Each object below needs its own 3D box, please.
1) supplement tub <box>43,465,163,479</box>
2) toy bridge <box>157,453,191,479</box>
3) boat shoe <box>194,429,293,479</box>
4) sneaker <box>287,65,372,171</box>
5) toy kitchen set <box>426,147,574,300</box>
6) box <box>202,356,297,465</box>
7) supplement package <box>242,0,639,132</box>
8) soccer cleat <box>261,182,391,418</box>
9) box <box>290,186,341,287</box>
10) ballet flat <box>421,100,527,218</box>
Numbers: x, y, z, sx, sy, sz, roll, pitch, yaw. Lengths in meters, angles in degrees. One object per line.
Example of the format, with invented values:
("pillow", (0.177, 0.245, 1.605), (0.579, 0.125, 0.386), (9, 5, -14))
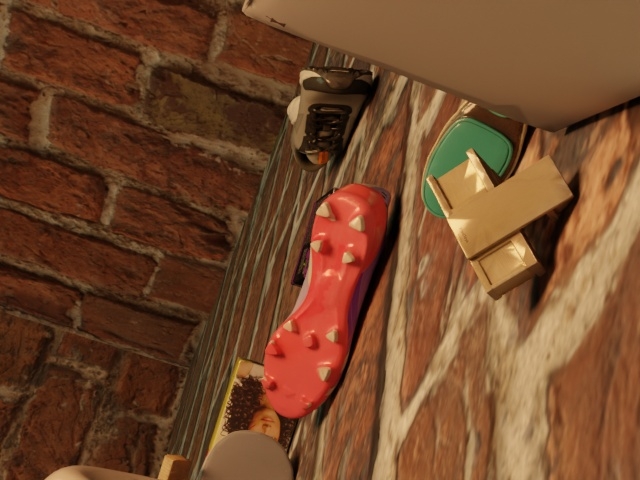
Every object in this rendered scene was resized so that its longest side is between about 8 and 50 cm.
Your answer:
("supplement tub", (-0.112, 0.327, 0.790), (0.235, 0.235, 0.325), (153, 135, -80))
("toy bridge", (-0.091, 0.267, 1.192), (0.188, 0.026, 0.063), (22, 96, 42))
("boat shoe", (-0.137, 0.376, 1.277), (0.156, 0.136, 0.367), (121, 169, -60))
("sneaker", (0.012, -0.168, 1.739), (0.271, 0.100, 0.108), (121, 151, -75))
("toy kitchen set", (0.119, -0.011, 0.735), (0.068, 0.075, 0.083), (-33, 59, 14))
("box", (-0.089, 0.253, 1.417), (0.058, 0.087, 0.232), (174, 113, -83))
("supplement package", (0.088, -0.169, 0.622), (0.262, 0.204, 0.145), (164, 126, -81))
("soccer cleat", (0.012, 0.060, 1.232), (0.095, 0.083, 0.248), (-23, -47, -59))
("box", (0.000, 0.000, 1.606), (0.162, 0.029, 0.116), (146, 141, -81))
("ballet flat", (0.121, -0.085, 0.843), (0.052, 0.057, 0.168), (-33, -25, -54))
